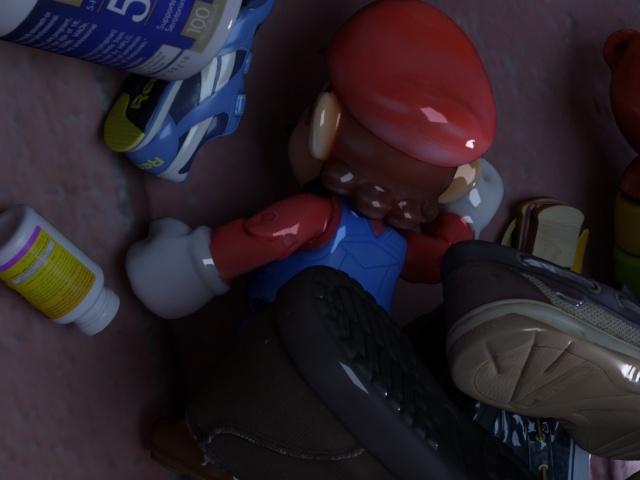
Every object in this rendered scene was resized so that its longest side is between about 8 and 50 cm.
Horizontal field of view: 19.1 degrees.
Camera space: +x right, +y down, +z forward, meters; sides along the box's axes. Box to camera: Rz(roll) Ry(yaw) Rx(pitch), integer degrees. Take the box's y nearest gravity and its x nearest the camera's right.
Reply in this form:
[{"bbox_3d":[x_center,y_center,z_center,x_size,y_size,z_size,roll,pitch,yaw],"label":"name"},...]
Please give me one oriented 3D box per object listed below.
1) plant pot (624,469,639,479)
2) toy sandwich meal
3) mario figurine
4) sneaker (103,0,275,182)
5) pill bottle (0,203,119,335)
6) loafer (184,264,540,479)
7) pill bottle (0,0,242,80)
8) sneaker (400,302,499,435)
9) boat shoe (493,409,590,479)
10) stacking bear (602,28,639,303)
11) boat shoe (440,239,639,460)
[{"bbox_3d":[0.305,0.293,1.308,0.275,0.275,0.293,-45,119,-24],"label":"plant pot"},{"bbox_3d":[0.159,0.012,1.329,0.085,0.029,0.085,-4,97,-36],"label":"toy sandwich meal"},{"bbox_3d":[0.000,0.000,1.184,0.320,0.170,0.198,-68,162,2],"label":"mario figurine"},{"bbox_3d":[-0.070,-0.098,1.142,0.059,0.053,0.144,45,75,-35],"label":"sneaker"},{"bbox_3d":[-0.155,0.019,1.094,0.083,0.043,0.043,44,70,-30],"label":"pill bottle"},{"bbox_3d":[0.049,0.166,1.118,0.130,0.134,0.366,-29,119,16],"label":"loafer"},{"bbox_3d":[-0.144,-0.159,1.042,0.187,0.112,0.112,11,88,-36],"label":"pill bottle"},{"bbox_3d":[0.059,0.163,1.247,0.106,0.101,0.267,38,79,-47],"label":"sneaker"},{"bbox_3d":[0.140,0.170,1.318,0.083,0.065,0.183,-3,107,-13],"label":"boat shoe"},{"bbox_3d":[0.274,-0.014,1.329,0.164,0.175,0.289,-44,124,-59],"label":"stacking bear"},{"bbox_3d":[0.172,0.069,1.194,0.285,0.103,0.092,22,47,-45],"label":"boat shoe"}]
